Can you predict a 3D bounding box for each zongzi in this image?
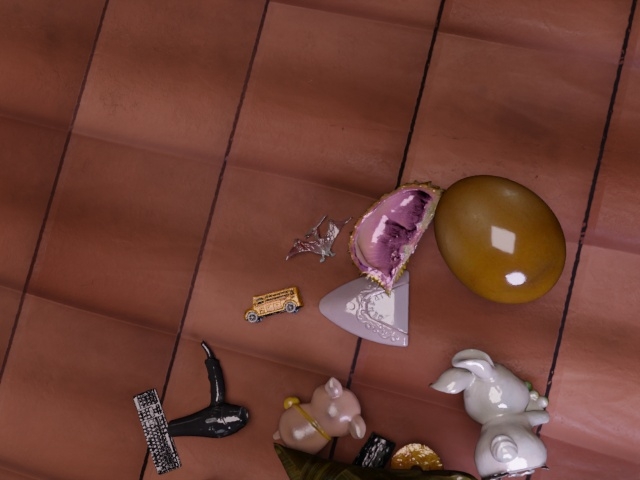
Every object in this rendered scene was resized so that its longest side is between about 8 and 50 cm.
[{"bbox_3d":[0.142,0.584,1.689,0.404,0.207,0.432,-24,54,-19],"label":"zongzi"}]

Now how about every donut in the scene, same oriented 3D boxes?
[{"bbox_3d":[0.249,0.594,1.787,0.152,0.058,0.151,-1,84,10],"label":"donut"}]

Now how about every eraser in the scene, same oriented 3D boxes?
[{"bbox_3d":[0.115,0.180,1.857,0.244,0.059,0.204,0,83,5],"label":"eraser"}]

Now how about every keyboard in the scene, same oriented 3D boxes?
[{"bbox_3d":[-0.457,0.532,1.933,0.072,0.023,0.231,-22,80,4],"label":"keyboard"}]

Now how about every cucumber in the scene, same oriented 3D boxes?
[{"bbox_3d":[0.113,0.605,1.806,0.078,0.062,0.211,30,89,12],"label":"cucumber"}]

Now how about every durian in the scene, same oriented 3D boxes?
[{"bbox_3d":[0.196,-0.022,1.849,0.191,0.112,0.341,24,75,28],"label":"durian"}]

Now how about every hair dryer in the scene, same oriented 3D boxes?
[{"bbox_3d":[-0.318,0.410,1.913,0.236,0.091,0.271,-13,69,18],"label":"hair dryer"}]

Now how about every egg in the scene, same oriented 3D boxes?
[{"bbox_3d":[0.438,-0.006,1.714,0.283,0.282,0.351,-42,71,3],"label":"egg"}]

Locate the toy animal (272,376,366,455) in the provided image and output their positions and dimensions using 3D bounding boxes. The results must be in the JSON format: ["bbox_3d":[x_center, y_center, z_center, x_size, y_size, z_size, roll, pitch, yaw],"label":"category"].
[{"bbox_3d":[-0.012,0.469,1.809,0.248,0.149,0.165,-36,96,16],"label":"toy animal"}]

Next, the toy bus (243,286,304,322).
[{"bbox_3d":[-0.132,0.176,1.896,0.162,0.069,0.074,-15,80,6],"label":"toy bus"}]

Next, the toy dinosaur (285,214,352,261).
[{"bbox_3d":[0.000,0.000,1.915,0.220,0.032,0.108,-30,76,-5],"label":"toy dinosaur"}]

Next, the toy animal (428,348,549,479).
[{"bbox_3d":[0.427,0.424,1.702,0.183,0.247,0.309,-31,62,40],"label":"toy animal"}]
